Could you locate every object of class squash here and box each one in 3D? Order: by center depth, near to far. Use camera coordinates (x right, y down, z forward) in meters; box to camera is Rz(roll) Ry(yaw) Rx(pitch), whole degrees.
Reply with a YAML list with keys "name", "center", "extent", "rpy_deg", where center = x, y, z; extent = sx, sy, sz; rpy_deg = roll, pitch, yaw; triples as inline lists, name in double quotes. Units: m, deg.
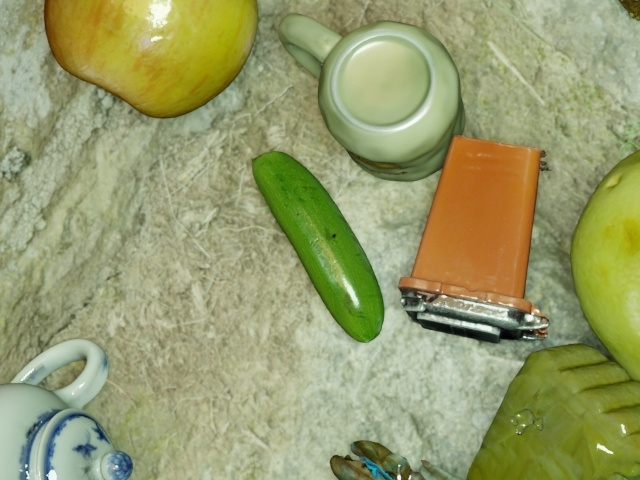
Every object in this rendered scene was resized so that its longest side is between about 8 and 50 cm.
- name: "squash"
  center: [0.002, -0.001, 1.475]
  extent: [0.082, 0.082, 0.292]
  rpy_deg: [-31, 76, 4]

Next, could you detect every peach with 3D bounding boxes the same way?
- name: "peach"
  center: [0.457, 0.031, 1.278]
  extent: [0.316, 0.281, 0.314]
  rpy_deg: [-8, 97, 41]

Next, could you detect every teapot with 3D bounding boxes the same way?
- name: "teapot"
  center: [-0.355, 0.297, 1.401]
  extent: [0.280, 0.252, 0.424]
  rpy_deg: [-14, 43, 21]

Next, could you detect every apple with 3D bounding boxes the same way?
- name: "apple"
  center: [-0.220, -0.289, 1.464]
  extent: [0.286, 0.286, 0.233]
  rpy_deg: [35, 96, 14]

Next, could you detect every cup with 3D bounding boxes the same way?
- name: "cup"
  center: [0.073, -0.207, 1.432]
  extent: [0.173, 0.202, 0.255]
  rpy_deg: [-30, 77, 5]

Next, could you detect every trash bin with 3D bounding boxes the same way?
- name: "trash bin"
  center: [0.211, 0.002, 1.399]
  extent: [0.184, 0.161, 0.238]
  rpy_deg: [13, 80, 12]

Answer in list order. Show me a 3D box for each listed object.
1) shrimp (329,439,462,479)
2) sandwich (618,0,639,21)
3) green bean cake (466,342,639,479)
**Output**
- name: "shrimp"
  center: [0.164, 0.420, 1.336]
  extent: [0.221, 0.110, 0.445]
  rpy_deg: [-42, 63, 7]
- name: "sandwich"
  center: [0.392, -0.481, 1.471]
  extent: [0.271, 0.099, 0.301]
  rpy_deg: [-44, 73, -3]
- name: "green bean cake"
  center: [0.287, 0.261, 1.257]
  extent: [0.233, 0.124, 0.236]
  rpy_deg: [45, 125, 40]
